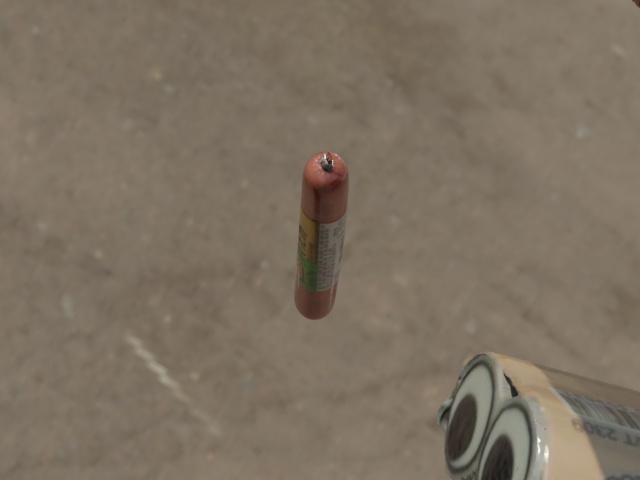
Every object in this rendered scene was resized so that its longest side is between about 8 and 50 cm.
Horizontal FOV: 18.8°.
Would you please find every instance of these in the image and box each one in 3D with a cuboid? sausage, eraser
[{"bbox_3d":[0.000,0.000,1.226,0.029,0.223,0.029,1,64,-2],"label":"sausage"},{"bbox_3d":[0.227,0.151,1.132,0.290,0.087,0.171,15,15,-16],"label":"eraser"}]

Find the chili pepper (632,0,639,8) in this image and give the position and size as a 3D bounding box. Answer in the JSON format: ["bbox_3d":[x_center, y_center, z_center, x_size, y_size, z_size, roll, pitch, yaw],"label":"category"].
[{"bbox_3d":[0.144,-0.178,0.881,0.144,0.136,0.253,8,24,-28],"label":"chili pepper"}]
